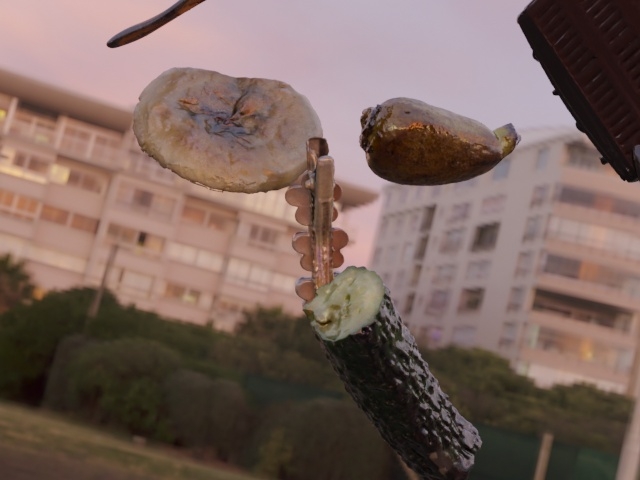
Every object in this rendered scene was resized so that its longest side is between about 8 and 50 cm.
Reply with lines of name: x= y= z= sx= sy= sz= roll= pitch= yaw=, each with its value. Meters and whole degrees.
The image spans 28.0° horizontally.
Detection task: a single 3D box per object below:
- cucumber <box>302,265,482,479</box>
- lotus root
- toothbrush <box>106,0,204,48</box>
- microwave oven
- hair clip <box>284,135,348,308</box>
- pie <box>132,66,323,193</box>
cucumber: x=0.048 y=0.091 z=0.802 sx=0.058 sy=0.058 sz=0.187 roll=8 pitch=-34 yaw=35
lotus root: x=0.140 y=-0.110 z=1.486 sx=0.191 sy=0.094 sz=0.108 roll=8 pitch=-25 yaw=-4
toothbrush: x=-0.175 y=-0.338 z=1.803 sx=0.321 sy=0.031 sz=0.023 roll=-20 pitch=-29 yaw=26
microwave oven: x=0.307 y=-0.160 z=1.001 sx=0.247 sy=0.178 sz=0.188 roll=-12 pitch=-27 yaw=-45
hair clip: x=-0.001 y=-0.004 z=1.276 sx=0.062 sy=0.213 sz=0.056 roll=-6 pitch=32 yaw=-8
pie: x=-0.106 y=-0.120 z=1.469 sx=0.218 sy=0.185 sz=0.052 roll=7 pitch=-41 yaw=-8
